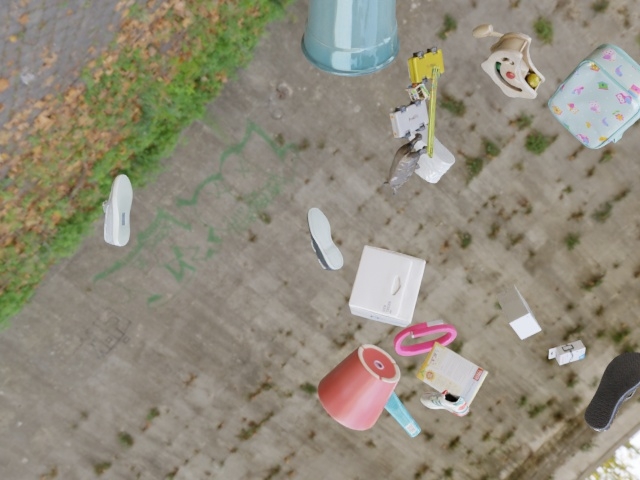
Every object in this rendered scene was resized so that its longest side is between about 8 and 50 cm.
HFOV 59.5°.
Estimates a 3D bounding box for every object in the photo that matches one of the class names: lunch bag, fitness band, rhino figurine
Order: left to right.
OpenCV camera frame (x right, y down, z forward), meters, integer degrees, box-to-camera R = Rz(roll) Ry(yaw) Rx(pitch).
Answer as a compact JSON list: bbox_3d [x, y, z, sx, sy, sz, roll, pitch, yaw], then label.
[{"bbox_3d":[0.248,-0.215,1.693,0.106,0.073,0.243,-42,166,-23],"label":"rhino figurine"},{"bbox_3d":[0.477,0.448,2.553,0.291,0.209,0.054,-11,-130,-6],"label":"fitness band"},{"bbox_3d":[0.773,-0.385,1.540,0.108,0.224,0.279,-43,170,-11],"label":"lunch bag"}]

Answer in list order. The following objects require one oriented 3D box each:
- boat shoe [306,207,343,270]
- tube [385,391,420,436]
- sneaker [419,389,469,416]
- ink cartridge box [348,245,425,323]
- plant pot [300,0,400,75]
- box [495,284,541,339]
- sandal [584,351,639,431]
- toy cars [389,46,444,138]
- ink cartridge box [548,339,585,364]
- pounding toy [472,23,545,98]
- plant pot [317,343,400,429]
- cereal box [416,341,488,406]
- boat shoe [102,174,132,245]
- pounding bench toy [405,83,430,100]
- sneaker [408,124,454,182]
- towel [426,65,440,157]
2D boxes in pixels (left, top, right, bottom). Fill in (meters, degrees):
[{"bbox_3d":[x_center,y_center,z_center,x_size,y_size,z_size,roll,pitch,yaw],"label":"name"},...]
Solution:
[{"bbox_3d":[0.000,0.000,2.572,0.114,0.302,0.091,-19,178,-36],"label":"boat shoe"},{"bbox_3d":[0.338,0.732,2.363,0.080,0.207,0.052,-38,179,-27],"label":"tube"},{"bbox_3d":[0.374,0.480,1.713,0.161,0.075,0.057,6,-142,42],"label":"sneaker"},{"bbox_3d":[0.179,0.131,1.536,0.232,0.168,0.171,70,35,-77],"label":"ink cartridge box"},{"bbox_3d":[0.103,-0.770,1.792,0.341,0.341,0.334,-54,161,-29],"label":"plant pot"},{"bbox_3d":[0.817,0.296,2.315,0.091,0.130,0.170,-32,-147,18],"label":"box"},{"bbox_3d":[0.841,0.425,1.594,0.254,0.054,0.097,-55,-142,4],"label":"sandal"},{"bbox_3d":[0.301,-0.485,1.836,0.087,0.176,0.393,4,-113,41],"label":"toy cars"},{"bbox_3d":[0.641,0.295,1.458,0.083,0.048,0.028,-18,-138,3],"label":"ink cartridge box"},{"bbox_3d":[0.603,-0.578,1.722,0.154,0.269,0.154,-59,-154,-12],"label":"pounding toy"},{"bbox_3d":[0.164,0.555,2.177,0.243,0.275,0.275,-56,-173,25],"label":"plant pot"},{"bbox_3d":[0.541,0.552,2.311,0.173,0.240,0.047,-60,153,0],"label":"cereal box"},{"bbox_3d":[-0.655,-0.097,1.777,0.079,0.081,0.227,-13,108,-71],"label":"boat shoe"},{"bbox_3d":[0.352,-0.526,1.966,0.052,0.065,0.083,-42,-152,-26],"label":"pounding bench toy"},{"bbox_3d":[0.406,-0.368,2.302,0.108,0.292,0.169,-24,159,-31],"label":"sneaker"},{"bbox_3d":[0.312,-0.350,1.537,0.102,0.021,0.237,-3,97,-74],"label":"towel"}]
